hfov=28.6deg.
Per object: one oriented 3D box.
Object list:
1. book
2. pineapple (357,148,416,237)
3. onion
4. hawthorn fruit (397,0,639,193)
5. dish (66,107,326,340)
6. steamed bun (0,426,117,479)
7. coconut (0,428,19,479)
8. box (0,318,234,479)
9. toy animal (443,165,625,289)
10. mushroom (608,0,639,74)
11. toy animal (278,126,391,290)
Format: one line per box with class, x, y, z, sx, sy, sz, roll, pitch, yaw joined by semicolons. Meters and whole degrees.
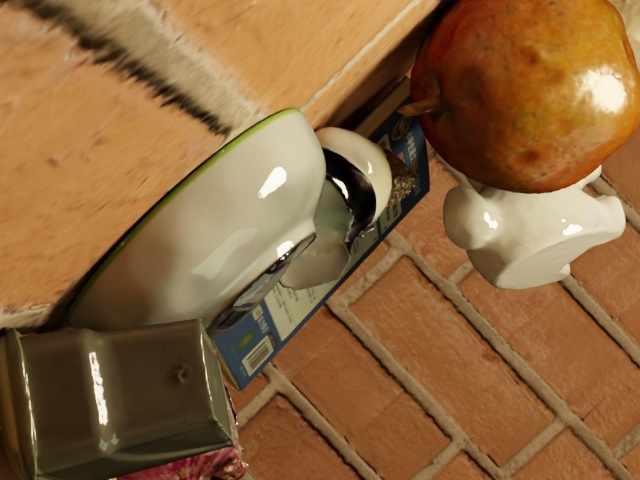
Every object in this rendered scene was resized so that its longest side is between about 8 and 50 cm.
book;0.000;0.000;1.726;0.428;0.039;0.300;-46;157;-15
pineapple;0.049;-0.045;1.618;0.159;0.074;0.074;-46;176;-4
onion;-0.238;0.241;1.681;0.256;0.272;0.230;-50;150;3
hawthorn fruit;0.224;-0.183;1.497;0.298;0.277;0.277;-13;163;-24
dish;-0.099;0.019;1.290;0.324;0.124;0.324;-43;176;-4
steamed bun;-0.331;0.332;1.527;0.166;0.232;0.273;-29;168;-43
coconut;-0.340;0.275;1.159;0.202;0.222;0.202;-17;-145;13
box;-0.182;0.147;1.160;0.178;0.138;0.274;-12;167;-3
toy animal;0.251;-0.119;1.733;0.241;0.367;0.196;9;148;-34
mushroom;0.452;-0.374;1.747;0.297;0.298;0.290;-40;148;-39
toy animal;0.004;-0.051;1.510;0.166;0.138;0.179;-60;177;36
